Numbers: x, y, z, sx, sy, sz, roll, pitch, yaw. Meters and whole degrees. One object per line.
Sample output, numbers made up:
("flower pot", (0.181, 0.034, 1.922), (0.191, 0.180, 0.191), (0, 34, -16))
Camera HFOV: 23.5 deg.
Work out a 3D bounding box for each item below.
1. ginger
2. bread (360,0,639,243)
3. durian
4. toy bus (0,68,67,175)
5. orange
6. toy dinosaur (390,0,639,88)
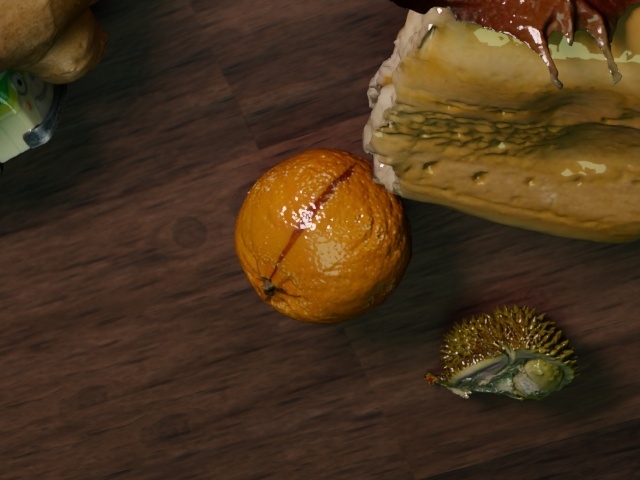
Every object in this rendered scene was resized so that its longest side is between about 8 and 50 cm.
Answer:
("ginger", (-0.309, -0.218, 1.419), (0.375, 0.236, 0.166), (-39, 75, 1))
("bread", (0.250, -0.173, 1.443), (0.394, 0.250, 0.361), (9, 152, -7))
("durian", (0.201, 0.132, 1.741), (0.146, 0.102, 0.208), (27, 146, -35))
("toy bus", (-0.411, -0.120, 1.557), (0.276, 0.134, 0.165), (-27, 120, 16))
("orange", (0.000, 0.000, 1.600), (0.193, 0.161, 0.193), (22, 139, 21))
("toy dinosaur", (0.206, -0.222, 1.198), (0.327, 0.113, 0.207), (17, 78, -8))
